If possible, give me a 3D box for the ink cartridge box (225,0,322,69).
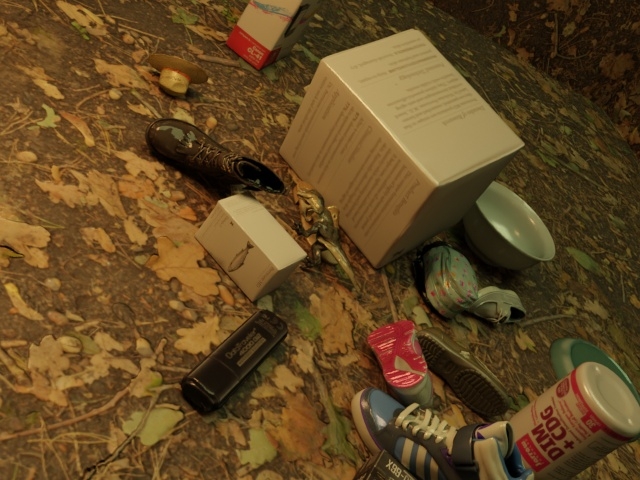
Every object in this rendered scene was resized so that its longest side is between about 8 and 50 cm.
[{"bbox_3d":[-0.099,-0.642,2.179,0.131,0.306,0.226,41,32,1],"label":"ink cartridge box"}]

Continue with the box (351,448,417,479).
[{"bbox_3d":[0.150,0.516,1.248,0.307,0.076,0.242,42,32,2],"label":"box"}]

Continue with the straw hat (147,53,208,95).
[{"bbox_3d":[-0.335,-0.367,1.821,0.145,0.144,0.061,22,75,-28],"label":"straw hat"}]

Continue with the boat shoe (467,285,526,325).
[{"bbox_3d":[0.444,0.169,1.977,0.228,0.079,0.081,6,41,-47],"label":"boat shoe"}]

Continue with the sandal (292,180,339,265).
[{"bbox_3d":[0.004,-0.061,1.794,0.088,0.079,0.240,12,42,-37],"label":"sandal"}]

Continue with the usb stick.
[{"bbox_3d":[-0.141,0.199,1.360,0.077,0.045,0.278,37,32,7],"label":"usb stick"}]

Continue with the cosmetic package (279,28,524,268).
[{"bbox_3d":[0.177,-0.218,1.864,0.327,0.329,0.393,-27,71,-37],"label":"cosmetic package"}]

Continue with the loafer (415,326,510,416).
[{"bbox_3d":[0.310,0.269,1.699,0.251,0.094,0.087,44,36,5],"label":"loafer"}]

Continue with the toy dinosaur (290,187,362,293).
[{"bbox_3d":[0.000,0.000,1.696,0.118,0.064,0.268,-15,75,-41],"label":"toy dinosaur"}]

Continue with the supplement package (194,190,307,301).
[{"bbox_3d":[-0.135,0.010,1.538,0.179,0.105,0.105,47,32,11],"label":"supplement package"}]

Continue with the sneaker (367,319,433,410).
[{"bbox_3d":[0.161,0.251,1.574,0.252,0.103,0.111,-96,168,-64],"label":"sneaker"}]

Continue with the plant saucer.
[{"bbox_3d":[0.729,0.374,2.065,0.318,0.043,0.317,27,35,-20],"label":"plant saucer"}]

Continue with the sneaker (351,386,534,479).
[{"bbox_3d":[0.225,0.341,1.388,0.322,0.236,0.130,51,33,16],"label":"sneaker"}]

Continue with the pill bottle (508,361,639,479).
[{"bbox_3d":[0.471,0.378,1.557,0.160,0.283,0.160,27,34,-21],"label":"pill bottle"}]

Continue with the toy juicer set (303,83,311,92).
[{"bbox_3d":[0.110,-0.378,2.167,0.329,0.209,0.089,51,18,16],"label":"toy juicer set"}]

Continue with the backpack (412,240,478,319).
[{"bbox_3d":[0.305,0.095,1.889,0.152,0.115,0.182,32,35,-18],"label":"backpack"}]

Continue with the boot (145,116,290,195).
[{"bbox_3d":[-0.204,-0.168,1.589,0.263,0.091,0.229,23,0,-29],"label":"boot"}]

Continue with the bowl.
[{"bbox_3d":[0.498,-0.020,2.213,0.298,0.134,0.297,28,34,-21],"label":"bowl"}]
